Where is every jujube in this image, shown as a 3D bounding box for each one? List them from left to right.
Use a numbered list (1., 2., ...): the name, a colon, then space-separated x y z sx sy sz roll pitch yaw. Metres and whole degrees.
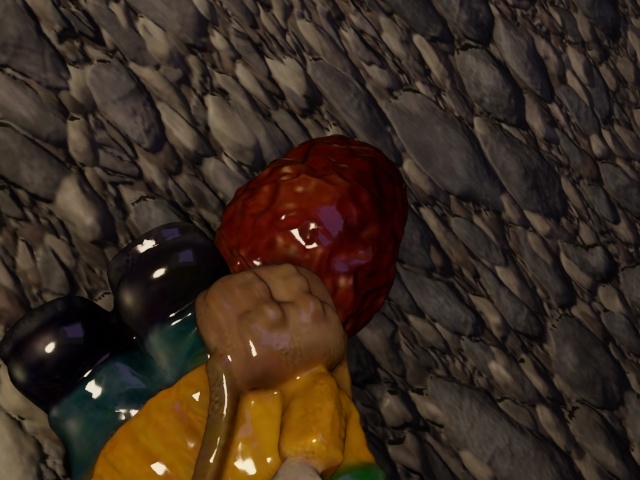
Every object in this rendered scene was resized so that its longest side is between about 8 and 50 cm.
1. jujube: 0.000 0.000 1.035 0.109 0.112 0.176 49 24 -3

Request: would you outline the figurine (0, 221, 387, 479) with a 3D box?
1. figurine: -0.001 0.153 0.801 0.332 0.185 0.204 52 -1 39
